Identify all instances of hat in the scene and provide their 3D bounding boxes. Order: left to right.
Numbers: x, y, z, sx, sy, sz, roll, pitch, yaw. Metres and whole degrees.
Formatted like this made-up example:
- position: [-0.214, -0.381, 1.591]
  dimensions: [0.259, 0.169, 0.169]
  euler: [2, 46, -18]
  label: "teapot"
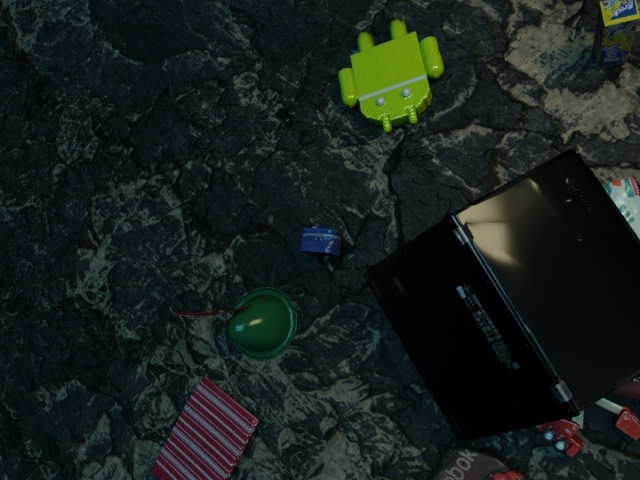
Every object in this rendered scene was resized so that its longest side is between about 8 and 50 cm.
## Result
- position: [-0.182, 0.191, 1.186]
  dimensions: [0.208, 0.183, 0.173]
  euler: [-29, 71, 15]
  label: "hat"

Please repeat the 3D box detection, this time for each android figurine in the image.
- position: [0.166, -0.386, 1.233]
  dimensions: [0.248, 0.056, 0.273]
  euler: [-13, 73, 19]
  label: "android figurine"

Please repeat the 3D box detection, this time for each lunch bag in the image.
- position: [0.000, 0.000, 1.215]
  dimensions: [0.098, 0.067, 0.065]
  euler: [4, 81, 24]
  label: "lunch bag"

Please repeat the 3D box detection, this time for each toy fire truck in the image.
- position: [0.466, 0.318, 0.960]
  dimensions: [0.192, 0.047, 0.135]
  euler: [40, 106, 23]
  label: "toy fire truck"

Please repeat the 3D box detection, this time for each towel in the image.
- position: [-0.280, 0.497, 1.251]
  dimensions: [0.199, 0.031, 0.275]
  euler: [28, 89, 26]
  label: "towel"

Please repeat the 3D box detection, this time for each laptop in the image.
- position: [0.362, 0.113, 0.970]
  dimensions: [0.408, 0.236, 0.382]
  euler: [-40, 75, 45]
  label: "laptop"

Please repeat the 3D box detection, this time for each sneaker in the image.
- position: [0.237, 0.456, 0.953]
  dimensions: [0.135, 0.276, 0.097]
  euler: [-129, 36, -52]
  label: "sneaker"
- position: [0.583, -0.041, 0.999]
  dimensions: [0.075, 0.057, 0.161]
  euler: [-14, 75, 36]
  label: "sneaker"

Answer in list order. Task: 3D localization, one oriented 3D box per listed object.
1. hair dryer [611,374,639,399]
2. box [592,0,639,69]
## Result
- position: [0.598, 0.186, 0.946]
  dimensions: [0.293, 0.080, 0.223]
  euler: [-39, 48, 8]
  label: "hair dryer"
- position: [0.568, -0.399, 1.006]
  dimensions: [0.059, 0.169, 0.054]
  euler: [-7, 78, 22]
  label: "box"
